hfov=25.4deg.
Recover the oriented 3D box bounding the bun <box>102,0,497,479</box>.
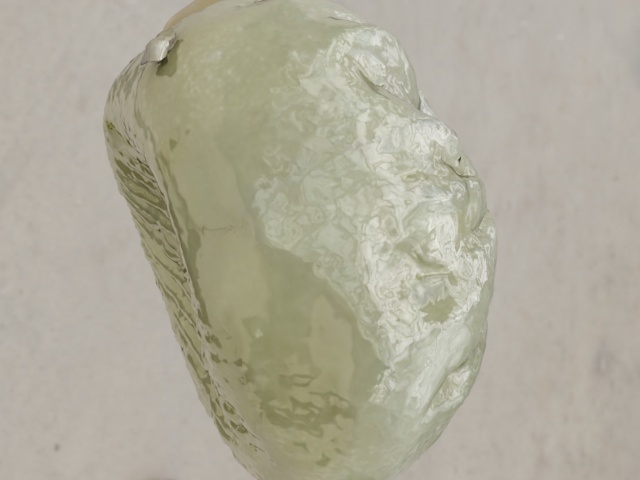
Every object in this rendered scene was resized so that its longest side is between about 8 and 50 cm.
[{"bbox_3d":[0.000,0.000,0.682,0.259,0.160,0.259,162,-90,-78],"label":"bun"}]

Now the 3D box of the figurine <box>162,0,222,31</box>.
[{"bbox_3d":[-0.054,-0.072,0.895,0.108,0.114,0.196,63,35,-59],"label":"figurine"}]
